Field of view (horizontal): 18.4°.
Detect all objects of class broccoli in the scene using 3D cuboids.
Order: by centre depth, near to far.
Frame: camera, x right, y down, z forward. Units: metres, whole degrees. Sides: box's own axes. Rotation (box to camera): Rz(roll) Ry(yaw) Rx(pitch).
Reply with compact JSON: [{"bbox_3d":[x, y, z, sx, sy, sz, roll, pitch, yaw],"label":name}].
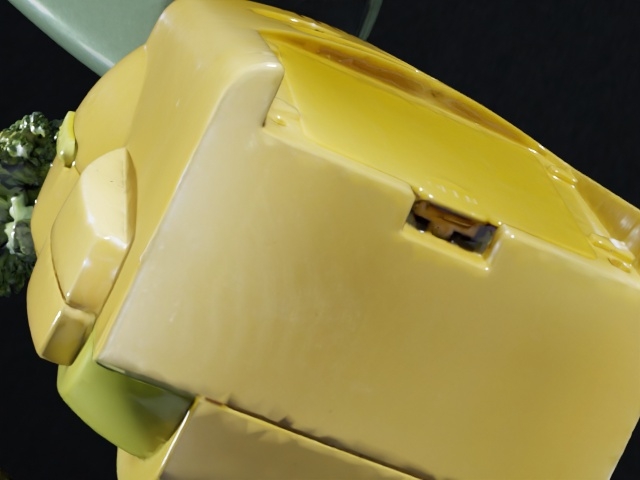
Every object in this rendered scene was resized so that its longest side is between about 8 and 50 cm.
[{"bbox_3d":[-0.175,-0.016,1.127,0.097,0.092,0.095,-24,-65,-1],"label":"broccoli"}]

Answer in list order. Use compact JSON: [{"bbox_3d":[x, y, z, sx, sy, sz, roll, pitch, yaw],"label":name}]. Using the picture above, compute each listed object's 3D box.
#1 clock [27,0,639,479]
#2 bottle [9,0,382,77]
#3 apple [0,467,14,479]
[{"bbox_3d":[0.000,0.000,0.885,0.244,0.317,0.200,25,-75,-17],"label":"clock"},{"bbox_3d":[-0.130,-0.196,1.136,0.347,0.168,0.168,34,-55,34],"label":"bottle"},{"bbox_3d":[-0.198,0.141,0.570,0.262,0.262,0.262,6,-63,13],"label":"apple"}]
